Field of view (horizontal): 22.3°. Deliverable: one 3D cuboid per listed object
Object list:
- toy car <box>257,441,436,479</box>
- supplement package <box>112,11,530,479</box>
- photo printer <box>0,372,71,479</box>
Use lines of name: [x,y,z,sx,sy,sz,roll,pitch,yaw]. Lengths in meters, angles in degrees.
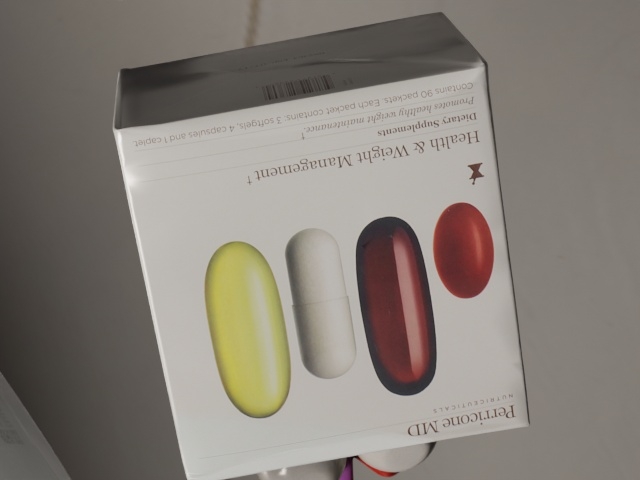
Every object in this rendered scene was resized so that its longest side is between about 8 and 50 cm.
toy car: [0.016,0.153,1.375,0.182,0.159,0.136,-18,135,-2]
supplement package: [0.000,0.000,0.903,0.194,0.149,0.203,-11,109,-1]
photo printer: [-0.298,0.237,1.127,0.107,0.256,0.308,10,116,-44]
